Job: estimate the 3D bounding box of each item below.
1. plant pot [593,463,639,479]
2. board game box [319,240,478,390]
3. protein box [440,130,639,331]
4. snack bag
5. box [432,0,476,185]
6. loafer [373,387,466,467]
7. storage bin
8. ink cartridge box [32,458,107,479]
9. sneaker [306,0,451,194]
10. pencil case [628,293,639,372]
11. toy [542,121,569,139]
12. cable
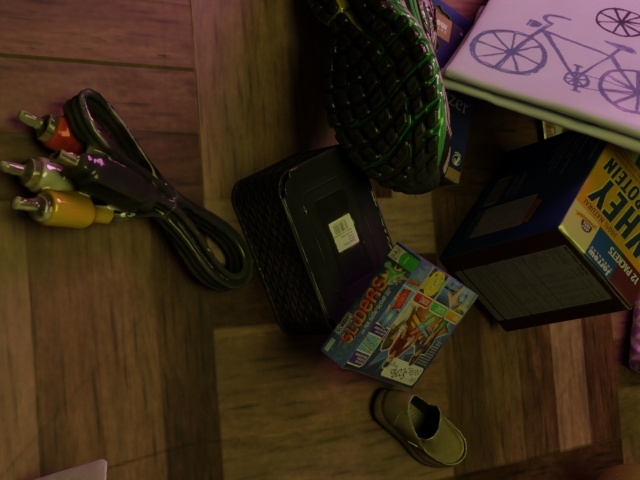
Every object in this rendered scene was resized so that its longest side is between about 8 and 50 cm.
[{"bbox_3d":[0.388,0.431,1.455,0.275,0.275,0.293,44,44,-28],"label":"plant pot"},{"bbox_3d":[0.089,0.086,1.270,0.136,0.035,0.201,-54,153,2],"label":"board game box"},{"bbox_3d":[0.291,-0.019,1.426,0.136,0.201,0.199,46,58,-18],"label":"protein box"},{"bbox_3d":[0.339,-0.237,1.436,0.037,0.323,0.342,95,18,-45],"label":"snack bag"},{"bbox_3d":[0.131,-0.194,1.430,0.136,0.037,0.225,26,68,-36],"label":"box"},{"bbox_3d":[0.121,0.218,1.365,0.148,0.050,0.056,36,64,-32],"label":"loafer"},{"bbox_3d":[0.000,0.000,1.265,0.122,0.084,0.180,-29,105,-38],"label":"storage bin"},{"bbox_3d":[-0.214,0.283,1.003,0.181,0.104,0.061,-100,170,-49],"label":"ink cartridge box"},{"bbox_3d":[0.085,-0.202,1.279,0.146,0.134,0.343,20,51,-45],"label":"sneaker"},{"bbox_3d":[0.476,0.087,1.656,0.088,0.086,0.206,48,48,-68],"label":"pencil case"},{"bbox_3d":[0.361,-0.113,1.602,0.137,0.056,0.237,-12,93,-39],"label":"toy"},{"bbox_3d":[-0.179,-0.043,1.155,0.287,0.072,0.139,32,48,-47],"label":"cable"}]
